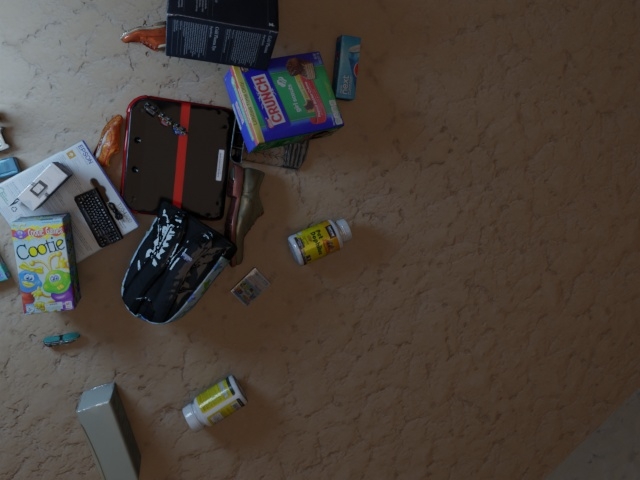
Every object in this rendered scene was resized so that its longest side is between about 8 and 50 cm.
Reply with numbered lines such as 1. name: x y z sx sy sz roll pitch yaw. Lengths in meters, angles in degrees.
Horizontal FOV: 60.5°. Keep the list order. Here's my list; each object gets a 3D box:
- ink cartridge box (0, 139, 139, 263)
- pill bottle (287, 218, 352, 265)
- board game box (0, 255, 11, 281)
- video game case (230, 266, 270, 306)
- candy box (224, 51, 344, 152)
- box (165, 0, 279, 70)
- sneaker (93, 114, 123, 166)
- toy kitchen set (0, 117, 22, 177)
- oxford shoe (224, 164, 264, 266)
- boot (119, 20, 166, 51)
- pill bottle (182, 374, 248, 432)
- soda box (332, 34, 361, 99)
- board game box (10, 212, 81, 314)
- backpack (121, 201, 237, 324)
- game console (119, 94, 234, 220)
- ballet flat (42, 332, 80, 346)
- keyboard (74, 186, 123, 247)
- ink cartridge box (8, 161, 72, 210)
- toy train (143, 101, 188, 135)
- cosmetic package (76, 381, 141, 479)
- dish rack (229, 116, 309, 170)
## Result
1. ink cartridge box: -0.806 -0.099 1.743 0.330 0.071 0.324 -32 106 -11
2. pill bottle: 0.000 0.000 1.956 0.214 0.117 0.117 -24 105 -11
3. board game box: -1.105 0.086 1.702 0.210 0.047 0.160 -22 104 -10
4. video game case: -0.251 0.168 1.971 0.122 0.011 0.087 -44 108 -5
5. candy box: -0.118 -0.451 1.782 0.317 0.122 0.268 -18 87 -24
6. box: -0.295 -0.718 1.646 0.312 0.179 0.343 4 67 -15
7. sneaker: -0.669 -0.320 1.756 0.067 0.064 0.175 22 99 -38
8. toy kitchen set: -0.995 -0.278 1.607 0.122 0.166 0.207 -19 103 -12
9. oxford shoe: -0.254 -0.077 1.874 0.130 0.123 0.349 3 100 -23
10. boot: -0.549 -0.633 1.730 0.157 0.059 0.085 -17 108 -13
11. pill bottle: -0.375 0.583 1.951 0.208 0.119 0.119 -30 106 -9
12. soda box: 0.088 -0.597 1.905 0.071 0.067 0.210 4 99 -16
13. board game box: -0.823 0.066 1.655 0.144 0.142 0.276 -6 101 -15
14. backpack: -0.474 0.104 1.773 0.290 0.273 0.356 30 78 1
15. game console: -0.475 -0.268 1.818 0.341 0.060 0.387 5 98 -20
16. ballet flat: -0.857 0.333 1.822 0.114 0.041 0.041 -7 101 -14
17. keyboard: -0.688 -0.076 1.734 0.108 0.023 0.180 -26 106 -11
18. ink cartridge box: -0.833 -0.151 1.637 0.180 0.104 0.060 -47 109 -4
19. toy train: -0.493 -0.382 1.746 0.158 0.027 0.036 35 91 -20
20. cosmetic package: -0.708 0.660 1.852 0.113 0.160 0.310 -17 102 -12
21. dish rack: -0.167 -0.348 1.874 0.271 0.074 0.208 8 98 -17
